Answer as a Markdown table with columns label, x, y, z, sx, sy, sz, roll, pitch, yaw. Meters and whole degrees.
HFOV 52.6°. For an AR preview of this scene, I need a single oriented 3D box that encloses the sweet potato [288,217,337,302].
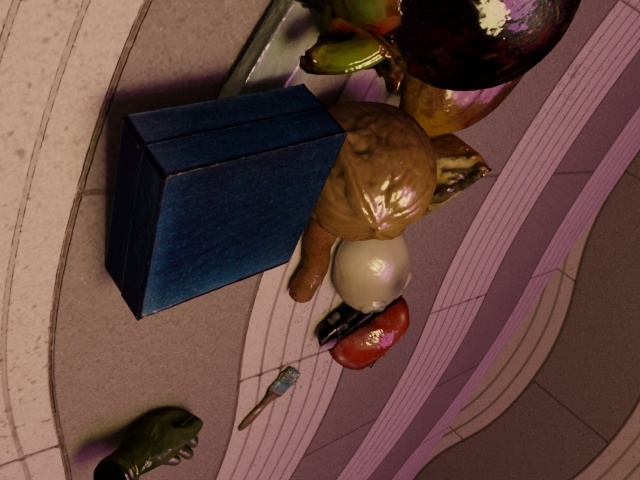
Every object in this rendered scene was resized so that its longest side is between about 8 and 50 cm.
| label | x | y | z | sx | sy | sz | roll | pitch | yaw |
| --- | --- | --- | --- | --- | --- | --- | --- | --- | --- |
| sweet potato | 0.000 | 0.000 | 1.205 | 0.067 | 0.059 | 0.281 | -32 | 149 | -45 |

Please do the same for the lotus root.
| label | x | y | z | sx | sy | sz | roll | pitch | yaw |
| --- | --- | --- | --- | --- | --- | --- | --- | --- | --- |
| lotus root | 0.239 | -0.307 | 1.075 | 0.193 | 0.193 | 0.291 | 9 | 115 | -57 |

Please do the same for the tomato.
| label | x | y | z | sx | sy | sz | roll | pitch | yaw |
| --- | --- | --- | --- | --- | --- | --- | --- | --- | --- |
| tomato | 0.129 | 0.228 | 1.523 | 0.228 | 0.101 | 0.228 | -39 | 173 | -6 |

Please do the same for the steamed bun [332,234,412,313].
| label | x | y | z | sx | sy | sz | roll | pitch | yaw |
| --- | --- | --- | --- | --- | --- | --- | --- | --- | --- |
| steamed bun | 0.118 | 0.065 | 1.372 | 0.177 | 0.130 | 0.228 | -33 | 145 | -30 |

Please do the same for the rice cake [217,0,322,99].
| label | x | y | z | sx | sy | sz | roll | pitch | yaw |
| --- | --- | --- | --- | --- | --- | --- | --- | --- | --- |
| rice cake | -0.068 | -0.221 | 0.873 | 0.124 | 0.038 | 0.211 | 5 | 121 | -56 |

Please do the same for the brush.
| label | x | y | z | sx | sy | sz | roll | pitch | yaw |
| --- | --- | --- | --- | --- | --- | --- | --- | --- | --- |
| brush | -0.124 | 0.375 | 1.517 | 0.196 | 0.021 | 0.070 | -47 | 149 | -3 |

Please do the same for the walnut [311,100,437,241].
| label | x | y | z | sx | sy | sz | roll | pitch | yaw |
| --- | --- | --- | --- | --- | --- | --- | --- | --- | --- |
| walnut | 0.072 | -0.104 | 1.009 | 0.228 | 0.228 | 0.228 | -34 | 148 | -25 |

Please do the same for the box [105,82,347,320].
| label | x | y | z | sx | sy | sz | roll | pitch | yaw |
| --- | --- | --- | --- | --- | --- | --- | --- | --- | --- |
| box | -0.134 | -0.051 | 0.860 | 0.261 | 0.116 | 0.279 | -21 | 150 | -36 |

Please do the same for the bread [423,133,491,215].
| label | x | y | z | sx | sy | sz | roll | pitch | yaw |
| --- | --- | --- | --- | --- | --- | --- | --- | --- | --- |
| bread | 0.175 | -0.125 | 1.199 | 0.262 | 0.163 | 0.204 | -17 | 179 | 43 |

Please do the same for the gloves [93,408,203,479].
| label | x | y | z | sx | sy | sz | roll | pitch | yaw |
| --- | --- | --- | --- | --- | --- | --- | --- | --- | --- |
| gloves | -0.302 | 0.374 | 1.180 | 0.135 | 0.107 | 0.268 | -24 | 171 | 20 |

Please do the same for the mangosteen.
| label | x | y | z | sx | sy | sz | roll | pitch | yaw |
| --- | --- | --- | --- | --- | --- | --- | --- | --- | --- |
| mangosteen | 0.146 | -0.308 | 0.783 | 0.359 | 0.306 | 0.306 | -47 | 151 | -12 |

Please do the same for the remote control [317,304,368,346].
| label | x | y | z | sx | sy | sz | roll | pitch | yaw |
| --- | --- | --- | --- | --- | --- | --- | --- | --- | --- |
| remote control | 0.092 | 0.150 | 1.510 | 0.265 | 0.066 | 0.090 | -34 | 158 | -17 |
